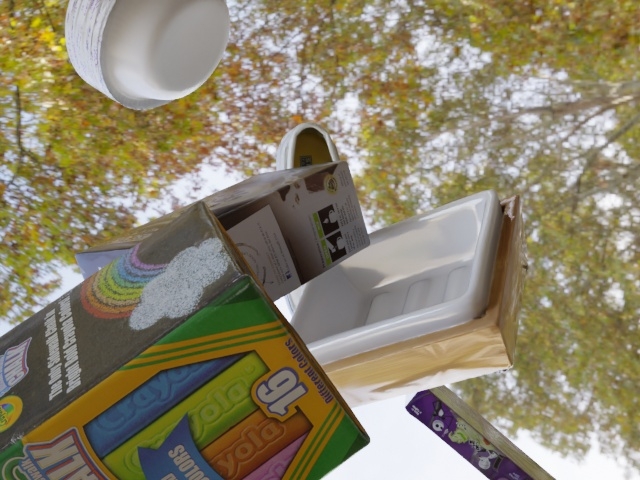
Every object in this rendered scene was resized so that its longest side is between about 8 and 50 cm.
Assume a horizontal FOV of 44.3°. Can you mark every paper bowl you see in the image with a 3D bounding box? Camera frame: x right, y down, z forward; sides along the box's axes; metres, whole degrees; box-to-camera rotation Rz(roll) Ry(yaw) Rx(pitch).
[{"bbox_3d":[-0.262,-0.347,1.291,0.284,0.148,0.284,-45,-23,-25],"label":"paper bowl"}]

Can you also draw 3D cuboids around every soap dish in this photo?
[{"bbox_3d":[0.105,0.077,0.929,0.118,0.291,0.229,52,-144,-22],"label":"soap dish"}]

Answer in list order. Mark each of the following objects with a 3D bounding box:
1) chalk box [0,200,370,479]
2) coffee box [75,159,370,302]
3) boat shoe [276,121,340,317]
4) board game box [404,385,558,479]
[{"bbox_3d":[-0.146,0.140,0.600,0.289,0.180,0.179,-35,-63,-4],"label":"chalk box"},{"bbox_3d":[-0.105,0.010,0.924,0.297,0.168,0.118,-29,-72,-43],"label":"coffee box"},{"bbox_3d":[0.008,-0.003,1.184,0.136,0.156,0.367,-5,-93,-7],"label":"boat shoe"},{"bbox_3d":[0.268,0.321,1.135,0.347,0.208,0.056,40,-83,7],"label":"board game box"}]
